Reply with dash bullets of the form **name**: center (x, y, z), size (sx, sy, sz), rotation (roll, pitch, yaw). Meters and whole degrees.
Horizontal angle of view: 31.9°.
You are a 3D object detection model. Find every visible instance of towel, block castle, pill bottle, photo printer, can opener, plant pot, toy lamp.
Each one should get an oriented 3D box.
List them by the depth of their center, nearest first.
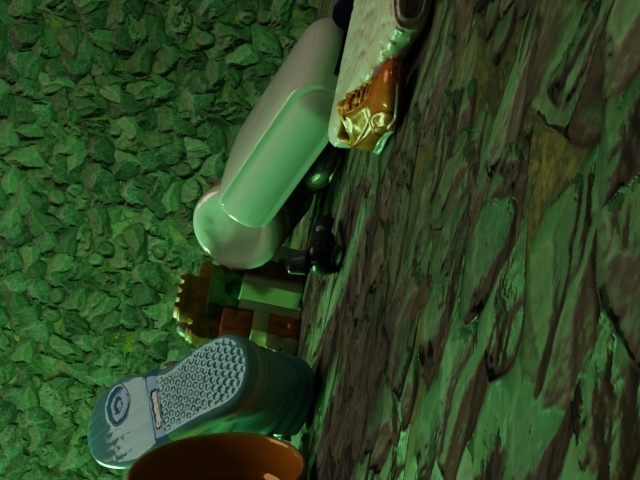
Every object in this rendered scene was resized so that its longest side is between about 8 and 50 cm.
- **plant pot**: center (-0.113, 0.349, 1.294), size (0.205, 0.205, 0.188), rotation (-99, 6, -76)
- **towel**: center (0.086, -0.308, 1.340), size (0.332, 0.053, 0.317), rotation (119, 164, -69)
- **can opener**: center (0.000, 0.000, 1.531), size (0.186, 0.073, 0.059), rotation (-66, -17, -69)
- **toy lamp**: center (0.061, -0.437, 1.773), size (0.274, 0.080, 0.080), rotation (-83, 8, -46)
- **photo printer**: center (-0.040, -0.200, 1.783), size (0.307, 0.107, 0.256), rotation (-52, 16, 34)
- **block castle**: center (-0.167, 0.204, 1.974), size (0.453, 0.213, 0.303), rotation (-85, 9, -58)
- **pill bottle**: center (-0.104, -0.076, 2.002), size (0.278, 0.162, 0.162), rotation (-54, -18, -58)

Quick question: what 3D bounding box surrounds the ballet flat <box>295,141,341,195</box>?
- **ballet flat**: center (0.001, -0.110, 1.831), size (0.084, 0.058, 0.250), rotation (-61, 8, -11)

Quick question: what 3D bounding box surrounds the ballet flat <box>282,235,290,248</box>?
- **ballet flat**: center (-0.106, 0.020, 2.574), size (0.087, 0.083, 0.247), rotation (-120, 36, -45)

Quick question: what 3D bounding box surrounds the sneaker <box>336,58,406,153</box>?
- **sneaker**: center (0.054, -0.144, 1.232), size (0.175, 0.067, 0.064), rotation (117, 166, -64)

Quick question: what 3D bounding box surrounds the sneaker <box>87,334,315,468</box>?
- **sneaker**: center (-0.142, 0.232, 1.479), size (0.319, 0.208, 0.127), rotation (-25, 62, 33)
